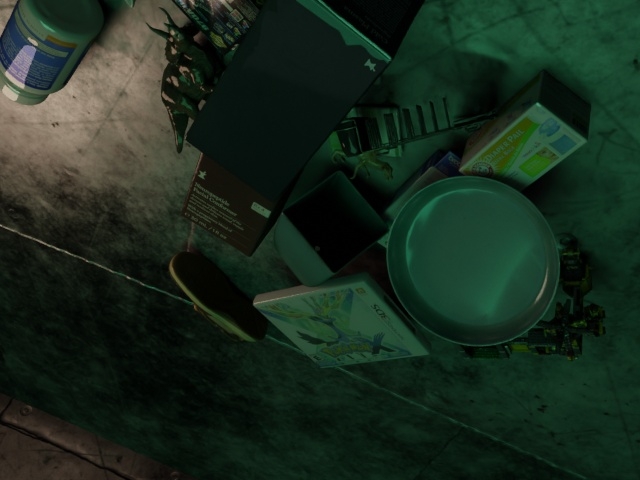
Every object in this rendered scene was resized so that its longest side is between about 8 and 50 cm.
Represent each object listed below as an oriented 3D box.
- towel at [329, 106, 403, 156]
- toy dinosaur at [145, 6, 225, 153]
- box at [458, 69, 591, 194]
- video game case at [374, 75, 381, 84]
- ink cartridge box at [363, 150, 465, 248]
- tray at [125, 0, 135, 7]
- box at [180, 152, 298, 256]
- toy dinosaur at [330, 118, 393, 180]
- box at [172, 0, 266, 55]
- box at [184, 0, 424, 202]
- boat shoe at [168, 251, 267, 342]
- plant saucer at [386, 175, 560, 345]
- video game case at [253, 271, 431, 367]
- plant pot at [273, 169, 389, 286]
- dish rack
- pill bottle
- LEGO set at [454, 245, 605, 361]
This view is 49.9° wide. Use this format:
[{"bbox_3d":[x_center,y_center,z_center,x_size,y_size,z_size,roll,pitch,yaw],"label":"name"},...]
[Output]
[{"bbox_3d":[0.086,-0.218,1.356,0.152,0.023,0.113,7,133,22],"label":"towel"},{"bbox_3d":[-0.257,-0.311,1.371,0.160,0.121,0.313,35,143,6],"label":"toy dinosaur"},{"bbox_3d":[0.354,-0.176,1.206,0.114,0.103,0.203,34,138,-10],"label":"box"},{"bbox_3d":[0.015,-0.375,1.223,0.183,0.023,0.201,9,137,17],"label":"video game case"},{"bbox_3d":[0.246,-0.059,1.410,0.186,0.065,0.311,33,140,-9],"label":"ink cartridge box"},{"bbox_3d":[-0.337,-0.551,1.165,0.145,0.030,0.270,50,145,24],"label":"tray"},{"bbox_3d":[-0.143,-0.154,1.429,0.191,0.143,0.381,31,136,1],"label":"box"},{"bbox_3d":[0.069,-0.183,1.356,0.092,0.053,0.183,-36,104,27],"label":"toy dinosaur"},{"bbox_3d":[-0.193,-0.443,1.193,0.220,0.051,0.175,44,152,-21],"label":"box"},{"bbox_3d":[-0.010,-0.290,1.065,0.179,0.312,0.343,35,135,-9],"label":"box"},{"bbox_3d":[-0.295,0.167,1.855,0.123,0.123,0.342,-22,127,38],"label":"boat shoe"},{"bbox_3d":[0.276,0.037,1.262,0.318,0.044,0.317,6,104,26],"label":"plant saucer"},{"bbox_3d":[0.051,0.201,1.641,0.329,0.036,0.300,-14,132,36],"label":"video game case"},{"bbox_3d":[0.000,0.000,1.480,0.165,0.166,0.234,50,154,5],"label":"plant pot"},{"bbox_3d":[0.168,-0.203,1.190,0.271,0.208,0.074,-12,99,13],"label":"dish rack"},{"bbox_3d":[-0.556,-0.390,1.377,0.152,0.152,0.272,41,136,-17],"label":"pill bottle"},{"bbox_3d":[0.387,0.111,1.377,0.331,0.255,0.192,4,151,31],"label":"LEGO set"}]
